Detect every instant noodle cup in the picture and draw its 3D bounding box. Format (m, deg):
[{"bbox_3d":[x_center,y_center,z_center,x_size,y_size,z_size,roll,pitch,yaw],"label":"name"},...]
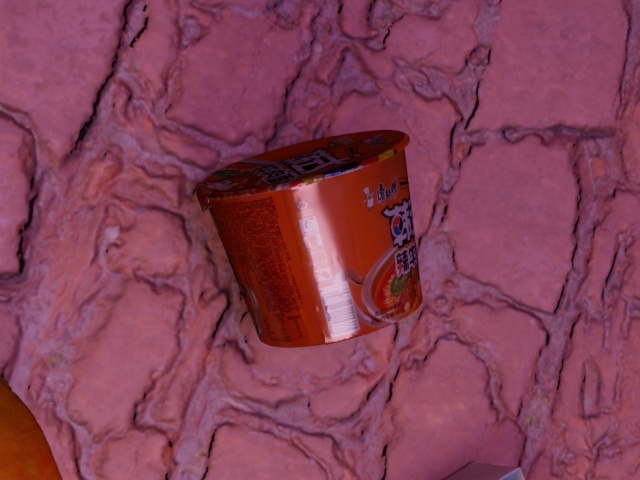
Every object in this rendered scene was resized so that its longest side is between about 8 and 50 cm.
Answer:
[{"bbox_3d":[0.000,0.000,2.011,0.250,0.250,0.192,-20,103,-27],"label":"instant noodle cup"}]

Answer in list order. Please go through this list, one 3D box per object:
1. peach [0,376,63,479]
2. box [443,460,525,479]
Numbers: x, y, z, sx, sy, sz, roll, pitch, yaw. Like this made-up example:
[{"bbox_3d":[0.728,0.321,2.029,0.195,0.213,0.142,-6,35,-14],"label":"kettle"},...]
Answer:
[{"bbox_3d":[-0.461,0.239,1.744,0.380,0.242,0.306,-27,84,-21],"label":"peach"},{"bbox_3d":[0.148,0.416,2.116,0.274,0.116,0.203,-27,99,-26],"label":"box"}]
